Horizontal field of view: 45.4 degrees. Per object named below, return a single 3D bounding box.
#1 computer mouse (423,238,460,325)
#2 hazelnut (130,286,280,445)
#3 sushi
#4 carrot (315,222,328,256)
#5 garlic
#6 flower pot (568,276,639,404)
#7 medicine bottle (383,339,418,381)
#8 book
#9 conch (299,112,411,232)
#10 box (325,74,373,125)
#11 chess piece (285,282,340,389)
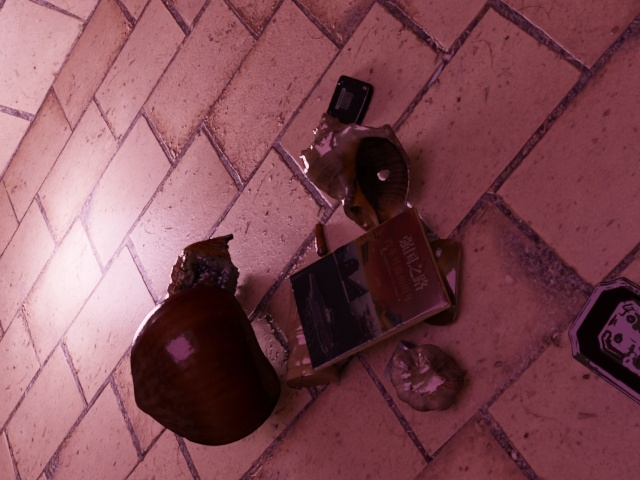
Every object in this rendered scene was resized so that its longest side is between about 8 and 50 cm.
[{"bbox_3d":[0.269,0.092,1.719,0.102,0.045,0.198,0,80,40],"label":"computer mouse"},{"bbox_3d":[-0.295,0.324,1.962,0.359,0.359,0.409,-14,95,40],"label":"hazelnut"},{"bbox_3d":[-0.327,0.112,2.153,0.139,0.184,0.274,-75,3,-77],"label":"sushi"},{"bbox_3d":[0.000,0.000,2.003,0.032,0.032,0.093,-26,60,36],"label":"carrot"},{"bbox_3d":[0.231,0.299,1.662,0.159,0.102,0.147,13,85,16],"label":"garlic"},{"bbox_3d":[0.587,0.190,1.372,0.251,0.084,0.178,39,106,40],"label":"flower pot"},{"bbox_3d":[0.187,0.279,1.739,0.058,0.058,0.091,35,104,42],"label":"medicine bottle"},{"bbox_3d":[0.102,0.116,1.781,0.374,0.028,0.262,-30,56,23],"label":"book"},{"bbox_3d":[0.109,-0.176,1.846,0.263,0.324,0.186,-25,19,40],"label":"conch"},{"bbox_3d":[0.076,-0.367,2.024,0.125,0.027,0.126,29,100,43],"label":"box"},{"bbox_3d":[-0.030,0.214,1.925,0.137,0.137,0.300,-25,59,36],"label":"chess piece"}]
